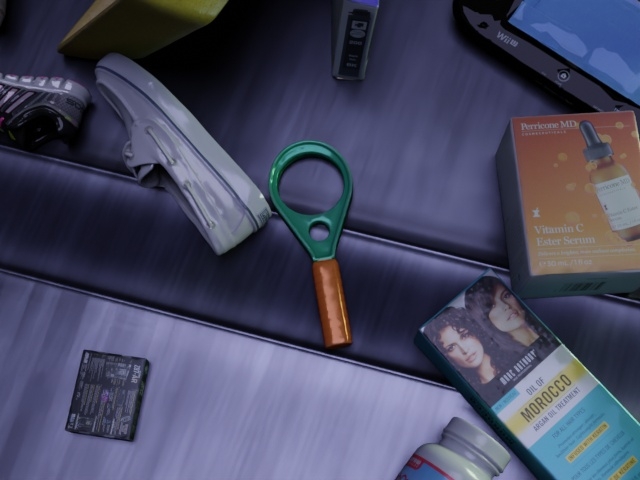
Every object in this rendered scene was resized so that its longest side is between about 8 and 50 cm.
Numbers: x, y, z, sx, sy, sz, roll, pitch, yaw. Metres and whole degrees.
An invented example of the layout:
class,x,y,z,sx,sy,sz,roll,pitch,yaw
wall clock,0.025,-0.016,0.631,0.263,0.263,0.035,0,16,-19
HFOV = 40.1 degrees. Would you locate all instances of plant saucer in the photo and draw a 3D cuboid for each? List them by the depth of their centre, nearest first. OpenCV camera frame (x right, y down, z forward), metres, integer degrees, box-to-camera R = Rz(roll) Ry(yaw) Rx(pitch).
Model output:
class,x,y,z,sx,sy,sz,roll,pitch,yaw
plant saucer,-0.117,-0.319,0.922,0.081,0.333,0.333,41,74,-24

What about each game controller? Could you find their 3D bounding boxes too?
class,x,y,z,sx,sy,sz,roll,pitch,yaw
game controller,0.307,-0.229,0.975,0.319,0.067,0.166,36,76,13

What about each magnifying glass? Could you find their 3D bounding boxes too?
class,x,y,z,sx,sy,sz,roll,pitch,yaw
magnifying glass,0.000,0.000,0.929,0.092,0.026,0.231,-9,73,-2

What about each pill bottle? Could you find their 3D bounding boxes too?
class,x,y,z,sx,sy,sz,roll,pitch,yaw
pill bottle,0.104,0.247,0.812,0.087,0.087,0.160,35,76,12

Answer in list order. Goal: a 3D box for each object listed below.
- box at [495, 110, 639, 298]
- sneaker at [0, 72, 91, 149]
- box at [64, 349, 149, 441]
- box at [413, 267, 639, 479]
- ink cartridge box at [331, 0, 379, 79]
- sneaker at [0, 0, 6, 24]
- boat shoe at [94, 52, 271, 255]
class,x,y,z,sx,sy,sz,roll,pitch,yaw
box,0.259,-0.035,0.899,0.130,0.091,0.170,-4,72,0
sneaker,-0.340,-0.138,0.961,0.170,0.063,0.074,1,66,-3
box,-0.214,0.156,0.886,0.067,0.018,0.083,7,72,4
box,0.210,0.151,0.855,0.100,0.060,0.244,-40,76,-11
ink cartridge box,0.039,-0.311,0.933,0.045,0.208,0.206,2,72,-2
sneaker,-0.381,-0.316,1.008,0.123,0.106,0.290,37,87,8
boat shoe,-0.165,-0.093,0.926,0.084,0.095,0.258,-41,75,-16
